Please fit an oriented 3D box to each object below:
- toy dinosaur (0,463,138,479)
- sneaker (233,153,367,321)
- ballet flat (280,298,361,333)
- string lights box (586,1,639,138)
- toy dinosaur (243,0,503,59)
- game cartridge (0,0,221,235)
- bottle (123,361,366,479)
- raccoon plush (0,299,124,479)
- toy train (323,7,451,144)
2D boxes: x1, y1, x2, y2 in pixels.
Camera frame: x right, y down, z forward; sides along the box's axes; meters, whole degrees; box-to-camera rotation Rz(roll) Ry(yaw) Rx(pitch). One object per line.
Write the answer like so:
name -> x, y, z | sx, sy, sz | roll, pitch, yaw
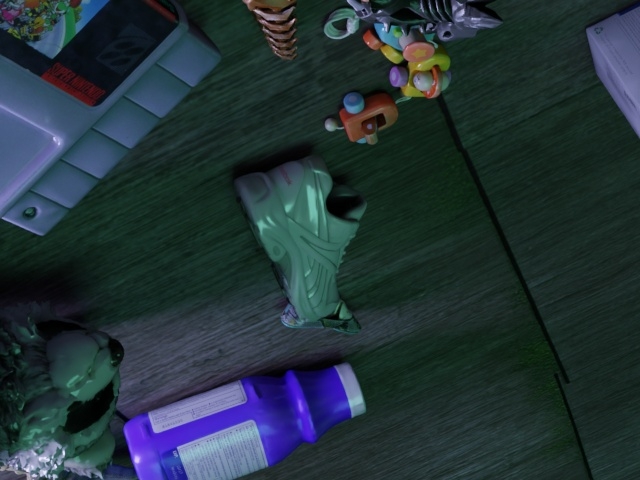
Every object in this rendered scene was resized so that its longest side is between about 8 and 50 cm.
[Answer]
toy dinosaur -> -0.305, 0.288, 1.461 | 0.268, 0.064, 0.118 | 12, 126, -45
sneaker -> 0.000, 0.000, 1.219 | 0.115, 0.090, 0.232 | -26, 147, -2
ballet flat -> 0.008, 0.083, 1.381 | 0.114, 0.041, 0.041 | 9, 135, -40
string lights box -> 0.399, -0.194, 1.141 | 0.260, 0.133, 0.076 | -26, 145, 5
toy dinosaur -> 0.013, -0.235, 0.887 | 0.218, 0.164, 0.322 | 4, 177, -13
game cartridge -> -0.251, -0.142, 0.868 | 0.230, 0.068, 0.355 | -39, 145, 15
bottle -> -0.088, 0.222, 1.461 | 0.283, 0.092, 0.118 | -19, 136, -8
raccoon plush -> -0.406, 0.139, 1.162 | 0.447, 0.216, 0.299 | -1, 167, 20
toy train -> 0.061, -0.145, 1.091 | 0.125, 0.046, 0.166 | -20, 146, -4
